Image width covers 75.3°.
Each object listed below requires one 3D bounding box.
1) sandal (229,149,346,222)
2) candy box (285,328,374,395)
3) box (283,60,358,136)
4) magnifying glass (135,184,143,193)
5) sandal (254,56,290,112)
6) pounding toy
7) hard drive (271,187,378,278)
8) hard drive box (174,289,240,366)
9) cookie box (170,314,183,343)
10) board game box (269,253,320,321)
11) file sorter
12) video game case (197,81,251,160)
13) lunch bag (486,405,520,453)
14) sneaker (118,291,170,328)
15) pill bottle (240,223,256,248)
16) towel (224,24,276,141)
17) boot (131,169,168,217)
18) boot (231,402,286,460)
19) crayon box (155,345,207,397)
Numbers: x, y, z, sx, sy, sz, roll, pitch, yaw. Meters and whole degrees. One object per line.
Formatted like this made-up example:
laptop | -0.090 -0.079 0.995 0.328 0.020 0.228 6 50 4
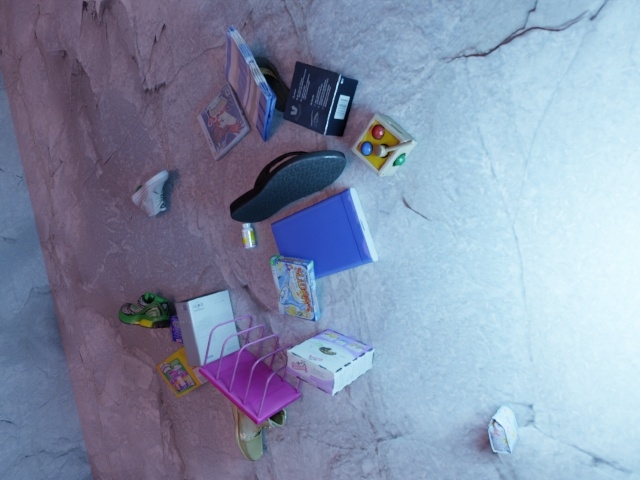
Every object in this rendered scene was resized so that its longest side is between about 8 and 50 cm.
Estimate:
sandal | -0.120 -0.177 1.217 0.445 0.167 0.107 -24 66 38
candy box | 0.028 0.333 1.161 0.165 0.196 0.070 15 107 36
box | -0.002 -0.381 1.124 0.158 0.093 0.156 30 115 29
magnifying glass | -0.720 -0.218 1.756 0.231 0.026 0.092 -29 80 39
sandal | -0.166 -0.474 1.255 0.090 0.060 0.219 -44 71 34
pounding toy | 0.164 -0.231 1.017 0.141 0.100 0.130 49 124 21
hard drive | 0.000 0.000 1.223 0.318 0.040 0.210 -21 85 38
hard drive box | -0.405 0.313 1.503 0.089 0.181 0.232 -12 90 39
cookie box | -0.582 0.372 1.739 0.092 0.040 0.107 2 99 36
board game box | -0.076 0.145 1.265 0.136 0.035 0.201 7 119 29
file sorter | -0.215 0.400 1.359 0.290 0.202 0.182 27 112 31
video game case | -0.336 -0.404 1.424 0.201 0.023 0.183 -31 79 37
lunch bag | 0.418 0.432 0.956 0.053 0.071 0.083 -11 93 42
sneaker | -0.767 0.302 1.835 0.343 0.134 0.146 -2 81 36
pill bottle | -0.247 -0.016 1.409 0.043 0.043 0.083 -6 94 38
towel | -0.220 -0.468 1.257 0.285 0.034 0.209 61 157 15
boot | -0.656 -0.181 1.672 0.258 0.095 0.123 -25 106 42
boot | -0.208 0.659 1.469 0.203 0.095 0.262 -13 86 37
crayon box | -0.536 0.514 1.680 0.278 0.081 0.165 -36 89 37
